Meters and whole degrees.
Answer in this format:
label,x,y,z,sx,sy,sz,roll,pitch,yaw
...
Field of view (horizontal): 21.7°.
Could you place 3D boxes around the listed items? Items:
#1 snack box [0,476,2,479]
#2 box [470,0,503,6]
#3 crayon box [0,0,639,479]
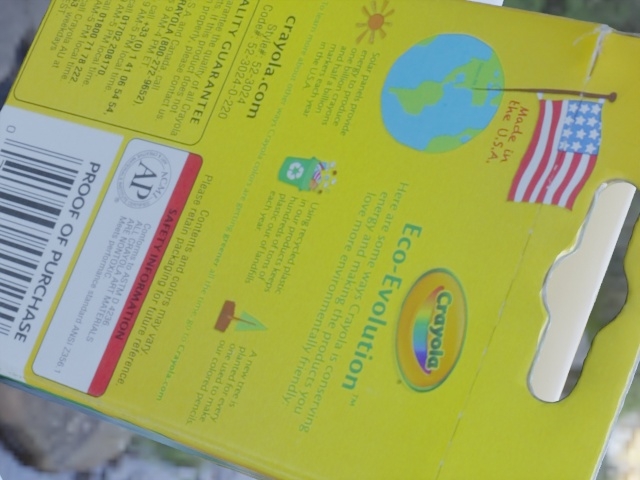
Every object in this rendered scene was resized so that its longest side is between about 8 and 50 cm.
label,x,y,z,sx,sy,sz,roll,pitch,yaw
snack box,-0.338,0.120,1.160,0.060,0.322,0.187,-43,136,-28
box,0.064,-0.163,1.085,0.087,0.102,0.101,124,-11,-59
crayon box,0.000,0.000,0.680,0.081,0.318,0.202,37,73,-56
